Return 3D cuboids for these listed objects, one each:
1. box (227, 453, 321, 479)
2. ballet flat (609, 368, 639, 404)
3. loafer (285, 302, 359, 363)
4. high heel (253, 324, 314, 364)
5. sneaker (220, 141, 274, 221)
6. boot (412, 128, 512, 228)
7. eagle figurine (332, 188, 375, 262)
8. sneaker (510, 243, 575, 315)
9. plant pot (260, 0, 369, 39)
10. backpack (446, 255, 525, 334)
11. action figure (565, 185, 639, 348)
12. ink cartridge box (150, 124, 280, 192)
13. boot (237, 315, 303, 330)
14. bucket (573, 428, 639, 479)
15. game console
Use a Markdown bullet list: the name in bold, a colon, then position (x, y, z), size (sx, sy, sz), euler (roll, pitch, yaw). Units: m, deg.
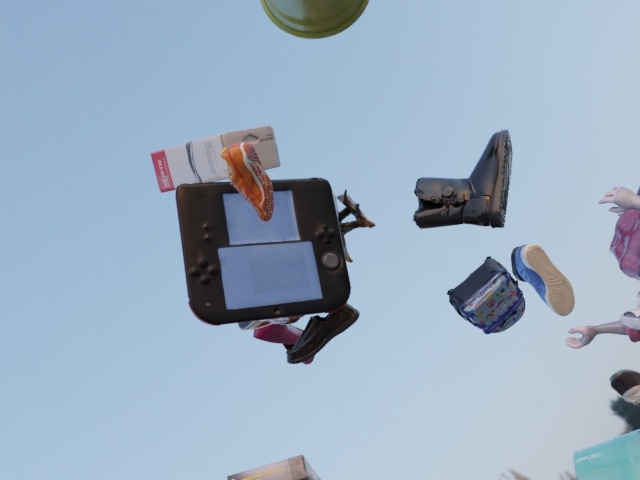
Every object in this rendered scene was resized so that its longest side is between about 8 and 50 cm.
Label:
- **box**: position (-0.098, 0.587, 1.621), size (0.183, 0.056, 0.231), euler (-18, -35, 2)
- **ballet flat**: position (0.736, 0.350, 1.600), size (0.203, 0.074, 0.074), euler (29, -86, -49)
- **loafer**: position (-0.007, 0.223, 1.710), size (0.220, 0.078, 0.080), euler (-39, 4, 2)
- **high heel**: position (-0.125, 0.338, 2.229), size (0.181, 0.127, 0.377), euler (-59, -38, -33)
- **sneaker**: position (-0.136, -0.112, 1.316), size (0.064, 0.067, 0.175), euler (-70, -35, -52)
- **boot**: position (0.320, -0.139, 1.553), size (0.094, 0.207, 0.246), euler (44, -126, -58)
- **eagle figurine**: position (0.007, 0.009, 1.948), size (0.298, 0.225, 0.226), euler (-38, -3, 2)
- **sneaker**: position (0.415, 0.073, 1.295), size (0.058, 0.152, 0.084), euler (-37, 4, -8)
- **plant pot**: position (-0.028, -0.615, 1.502), size (0.276, 0.276, 0.254), euler (-58, -7, 2)
- **backpack**: position (0.413, 0.152, 1.636), size (0.158, 0.117, 0.173), euler (-41, -61, 4)
- **action figure**: position (0.528, 0.050, 1.012), size (0.370, 0.276, 0.248), euler (-57, -24, -52)
- **ink cartridge box**: position (-0.270, -0.210, 1.779), size (0.197, 0.273, 0.114), euler (-22, -79, -50)
- **boot**: position (-0.085, 0.168, 1.770), size (0.176, 0.088, 0.244), euler (0, -19, -35)
- **bucket**: position (0.748, 0.608, 1.660), size (0.183, 0.281, 0.281), euler (-25, -27, 21)
- **game console**: position (-0.130, 0.018, 1.603), size (0.387, 0.342, 0.060), euler (-4, -13, -21)
